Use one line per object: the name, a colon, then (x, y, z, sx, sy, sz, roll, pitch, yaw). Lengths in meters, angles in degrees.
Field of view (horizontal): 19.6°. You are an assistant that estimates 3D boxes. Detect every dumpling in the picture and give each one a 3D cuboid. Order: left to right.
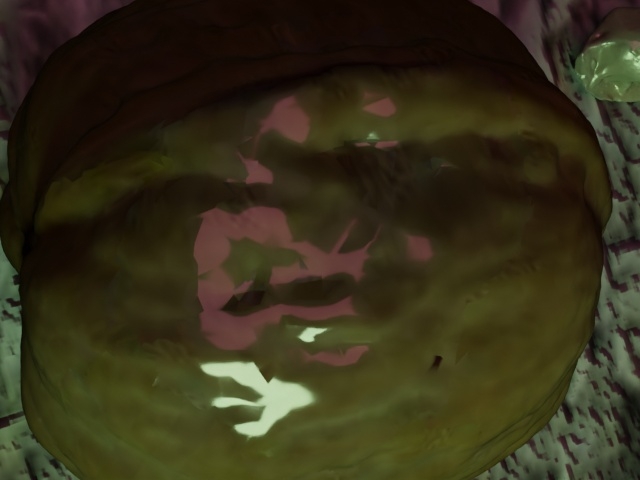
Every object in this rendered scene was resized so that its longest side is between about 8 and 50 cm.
dumpling: (0.206, -0.124, 1.224, 0.052, 0.057, 0.076, 23, 49, 21)

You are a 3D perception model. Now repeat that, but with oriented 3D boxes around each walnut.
walnut: (0.000, 0.003, 1.022, 0.344, 0.306, 0.306, -6, 88, -11)
